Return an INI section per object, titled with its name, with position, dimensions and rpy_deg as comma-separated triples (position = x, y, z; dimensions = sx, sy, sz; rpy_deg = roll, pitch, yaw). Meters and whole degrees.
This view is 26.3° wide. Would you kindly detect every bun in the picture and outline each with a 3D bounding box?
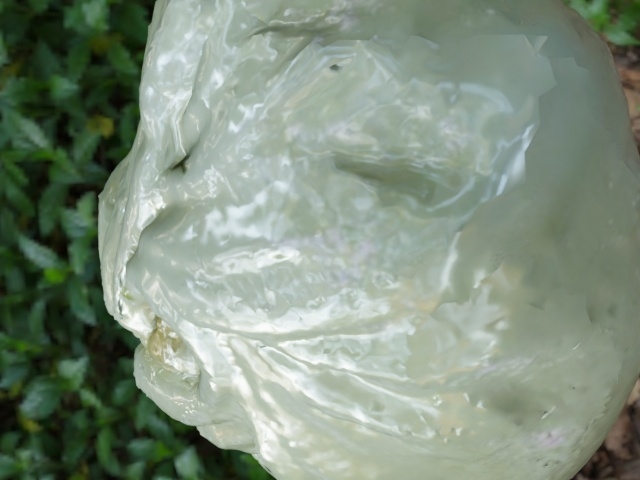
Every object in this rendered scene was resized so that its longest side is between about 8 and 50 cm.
[bun]
position = 0.000, 0.000, 0.452
dimensions = 0.231, 0.133, 0.231
rpy_deg = 43, 149, 34
